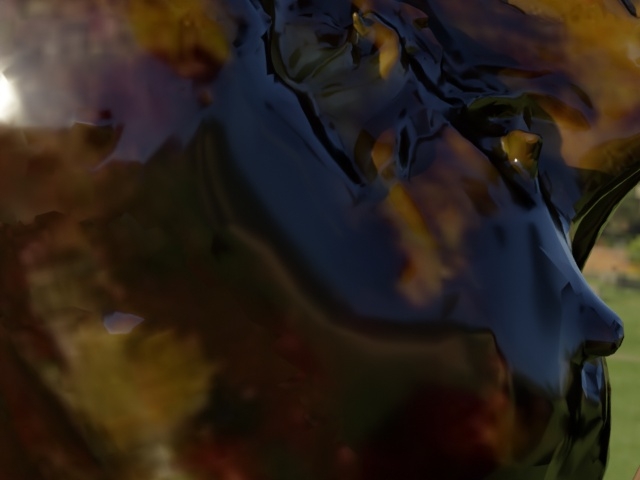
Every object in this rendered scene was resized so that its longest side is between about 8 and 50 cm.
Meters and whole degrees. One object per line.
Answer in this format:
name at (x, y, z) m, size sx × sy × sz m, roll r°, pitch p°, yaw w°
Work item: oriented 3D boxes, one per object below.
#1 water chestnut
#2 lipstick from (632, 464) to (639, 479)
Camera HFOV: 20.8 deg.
water chestnut at (-0.012, -0.007, 0.558) m, size 0.347 × 0.335 × 0.335 m, roll -21°, pitch -7°, yaw 17°
lipstick at (0.071, 0.120, 0.408) m, size 0.045 × 0.145 × 0.045 m, roll 27°, pitch -4°, yaw -12°
